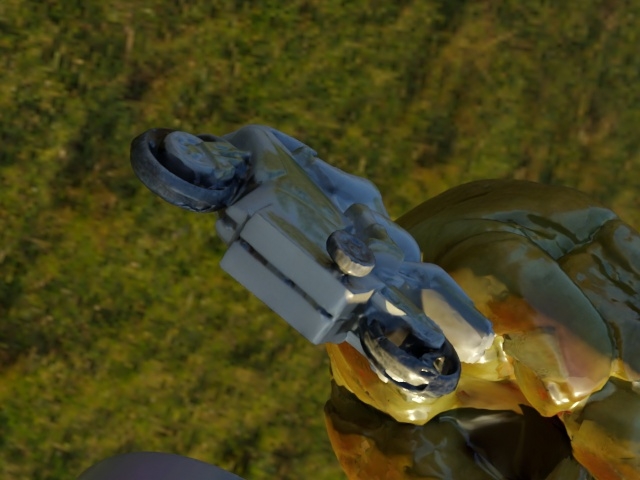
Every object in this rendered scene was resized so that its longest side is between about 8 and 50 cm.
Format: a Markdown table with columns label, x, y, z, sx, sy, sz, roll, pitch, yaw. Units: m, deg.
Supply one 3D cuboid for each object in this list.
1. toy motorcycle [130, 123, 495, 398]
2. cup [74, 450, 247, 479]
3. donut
| label | x | y | z | sx | sy | sz | roll | pitch | yaw |
| --- | --- | --- | --- | --- | --- | --- | --- | --- | --- |
| toy motorcycle | 0.000 | 0.000 | 0.840 | 0.074 | 0.229 | 0.151 | -57 | 174 | 24 |
| cup | -0.136 | 0.307 | 0.789 | 0.371 | 0.253 | 0.253 | -44 | 135 | -48 |
| donut | 0.155 | 0.135 | 1.099 | 0.170 | 0.360 | 0.360 | -35 | 129 | -37 |
